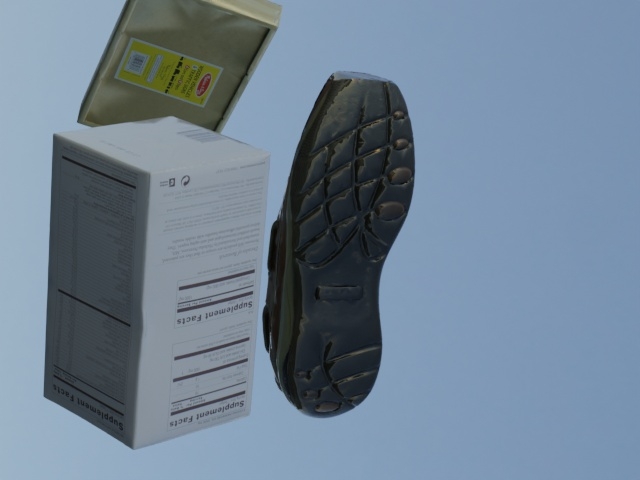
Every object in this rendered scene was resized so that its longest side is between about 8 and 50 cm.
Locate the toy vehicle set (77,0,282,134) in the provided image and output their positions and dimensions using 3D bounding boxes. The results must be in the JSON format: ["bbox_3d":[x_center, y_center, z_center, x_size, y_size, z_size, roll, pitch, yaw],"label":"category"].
[{"bbox_3d":[-0.170,-0.204,1.993,0.267,0.166,0.035,125,-22,-48],"label":"toy vehicle set"}]

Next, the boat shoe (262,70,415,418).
[{"bbox_3d":[0.000,0.000,1.601,0.120,0.122,0.324,-150,-112,-63],"label":"boat shoe"}]

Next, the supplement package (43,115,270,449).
[{"bbox_3d":[-0.143,0.033,1.456,0.139,0.134,0.244,23,-65,42],"label":"supplement package"}]
